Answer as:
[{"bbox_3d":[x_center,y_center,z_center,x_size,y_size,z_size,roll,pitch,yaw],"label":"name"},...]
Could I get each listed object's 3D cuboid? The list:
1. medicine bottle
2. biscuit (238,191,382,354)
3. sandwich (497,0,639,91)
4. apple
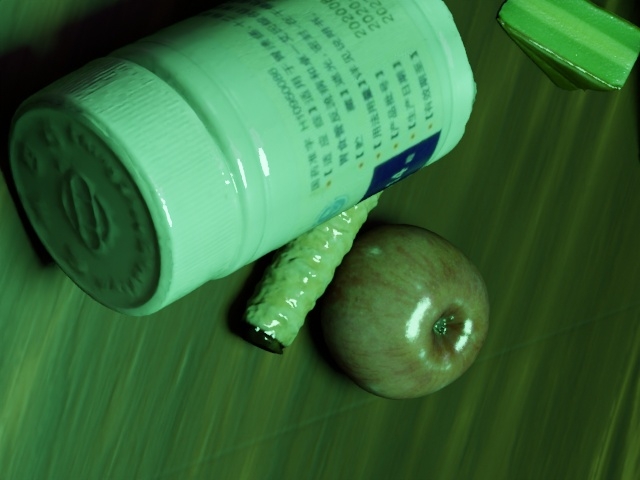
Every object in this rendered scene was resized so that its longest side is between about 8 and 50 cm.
[{"bbox_3d":[-0.059,-0.087,1.543,0.332,0.190,0.190,-28,115,-35],"label":"medicine bottle"},{"bbox_3d":[0.000,0.000,1.699,0.061,0.055,0.219,46,68,-42],"label":"biscuit"},{"bbox_3d":[0.235,-0.199,1.862,0.116,0.074,0.074,40,70,-38],"label":"sandwich"},{"bbox_3d":[0.076,0.064,1.733,0.153,0.120,0.153,-9,104,-40],"label":"apple"}]
